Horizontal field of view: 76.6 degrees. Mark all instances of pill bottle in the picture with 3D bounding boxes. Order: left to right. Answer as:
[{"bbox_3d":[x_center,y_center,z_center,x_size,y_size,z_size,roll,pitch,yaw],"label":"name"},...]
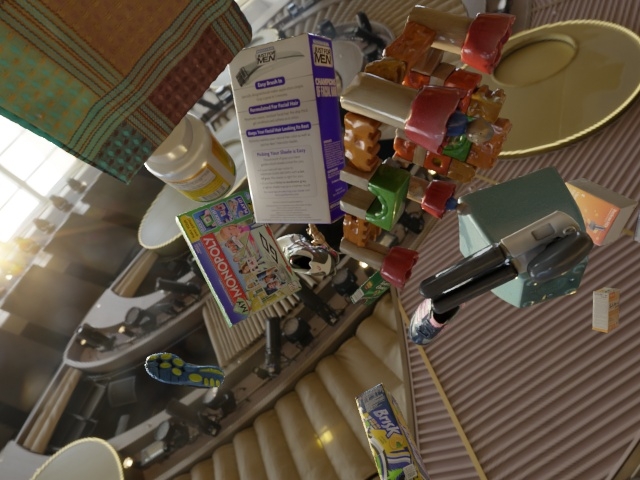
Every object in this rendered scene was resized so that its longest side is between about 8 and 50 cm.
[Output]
[{"bbox_3d":[-0.228,-0.144,0.691,0.117,0.208,0.118,-1,-100,6],"label":"pill bottle"}]

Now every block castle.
[{"bbox_3d":[0.193,-0.140,0.739,0.212,0.453,0.303,26,-120,19],"label":"block castle"}]

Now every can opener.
[{"bbox_3d":[0.301,0.051,0.688,0.283,0.076,0.095,-34,-168,26],"label":"can opener"}]

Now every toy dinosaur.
[{"bbox_3d":[0.000,0.000,1.547,0.064,0.211,0.112,-42,-178,-25],"label":"toy dinosaur"}]

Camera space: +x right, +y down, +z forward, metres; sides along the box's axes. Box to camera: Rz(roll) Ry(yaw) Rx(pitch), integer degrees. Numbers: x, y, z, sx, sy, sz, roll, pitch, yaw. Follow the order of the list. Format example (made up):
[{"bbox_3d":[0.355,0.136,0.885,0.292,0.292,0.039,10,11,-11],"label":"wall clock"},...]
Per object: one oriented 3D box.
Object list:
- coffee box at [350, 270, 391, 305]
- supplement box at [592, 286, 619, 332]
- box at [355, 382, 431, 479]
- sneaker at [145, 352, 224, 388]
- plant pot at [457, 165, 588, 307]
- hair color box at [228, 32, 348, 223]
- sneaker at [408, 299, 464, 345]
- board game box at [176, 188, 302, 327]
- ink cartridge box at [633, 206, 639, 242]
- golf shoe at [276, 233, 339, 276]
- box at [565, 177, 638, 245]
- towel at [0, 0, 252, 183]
[{"bbox_3d":[0.212,0.179,1.564,0.184,0.113,0.040,-46,-124,19],"label":"coffee box"},{"bbox_3d":[0.711,0.171,1.009,0.036,0.062,0.099,7,-77,57],"label":"supplement box"},{"bbox_3d":[0.106,0.297,0.595,0.054,0.059,0.169,-33,-156,6],"label":"box"},{"bbox_3d":[-0.328,0.324,0.977,0.078,0.188,0.067,-45,-149,46],"label":"sneaker"},{"bbox_3d":[0.517,0.016,1.016,0.246,0.248,0.252,-19,-130,6],"label":"plant pot"},{"bbox_3d":[-0.058,-0.208,0.811,0.185,0.339,0.110,2,-160,29],"label":"hair color box"},{"bbox_3d":[0.360,0.247,1.299,0.112,0.319,0.131,29,-144,12],"label":"sneaker"},{"bbox_3d":[-0.216,0.039,1.084,0.213,0.318,0.046,-26,173,-27],"label":"board game box"},{"bbox_3d":[0.592,-0.061,0.669,0.065,0.332,0.166,9,-80,29],"label":"ink cartridge box"},{"bbox_3d":[-0.073,0.042,1.240,0.272,0.120,0.105,12,-78,40],"label":"golf shoe"},{"bbox_3d":[0.806,-0.088,1.207,0.090,0.130,0.170,-14,-142,-25],"label":"box"},{"bbox_3d":[-0.237,-0.234,0.365,0.040,0.370,0.271,40,-91,30],"label":"towel"}]
